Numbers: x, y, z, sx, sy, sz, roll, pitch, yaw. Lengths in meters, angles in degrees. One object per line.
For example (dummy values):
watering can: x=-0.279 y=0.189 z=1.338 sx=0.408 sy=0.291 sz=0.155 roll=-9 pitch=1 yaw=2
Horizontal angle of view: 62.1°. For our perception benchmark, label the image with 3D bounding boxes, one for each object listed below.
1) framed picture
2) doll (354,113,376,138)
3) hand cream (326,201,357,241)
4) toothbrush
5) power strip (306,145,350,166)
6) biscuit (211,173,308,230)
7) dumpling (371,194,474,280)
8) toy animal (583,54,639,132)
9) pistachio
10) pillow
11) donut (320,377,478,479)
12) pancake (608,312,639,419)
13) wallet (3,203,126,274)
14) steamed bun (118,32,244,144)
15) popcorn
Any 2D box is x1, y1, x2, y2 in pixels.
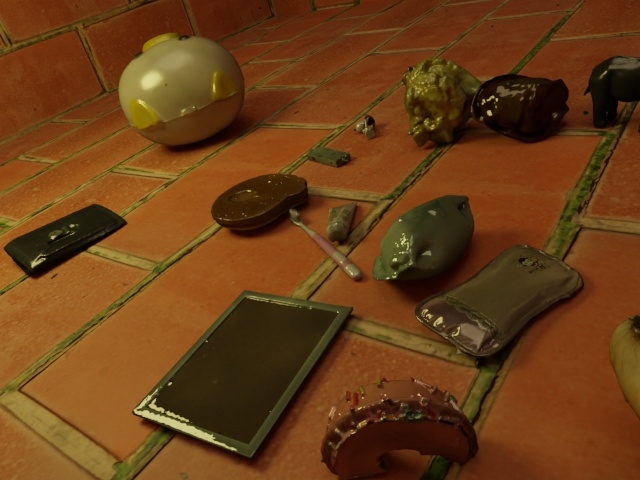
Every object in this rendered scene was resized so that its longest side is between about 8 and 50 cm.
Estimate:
framed picture: x=-0.102 y=0.170 z=0.753 sx=0.217 sy=0.017 sz=0.274 roll=7 pitch=38 yaw=33
doll: x=0.123 y=-0.293 z=1.367 sx=0.058 sy=0.040 sz=0.085 roll=-36 pitch=30 yaw=-8
hand cream: x=0.036 y=-0.039 z=1.012 sx=0.061 sy=0.039 sz=0.143 roll=-15 pitch=21 yaw=15
toothbrush: x=0.000 y=0.000 z=0.969 sx=0.020 sy=0.025 sz=0.286 roll=-25 pitch=33 yaw=-15
power strip: x=0.023 y=-0.202 z=1.286 sx=0.050 sy=0.019 sz=0.136 roll=-33 pitch=35 yaw=-28
biscuit: x=-0.131 y=-0.080 z=1.132 sx=0.180 sy=0.049 sz=0.208 roll=18 pitch=44 yaw=43
dumpling: x=0.150 y=-0.007 z=0.831 sx=0.149 sy=0.105 sz=0.216 roll=15 pitch=43 yaw=41
toy animal: x=0.626 y=-0.282 z=1.010 sx=0.244 sy=0.146 sz=0.114 roll=10 pitch=38 yaw=34
pistachio: x=0.423 y=-0.288 z=1.126 sx=0.210 sy=0.131 sz=0.165 roll=-4 pitch=65 yaw=1
pillow: x=0.246 y=0.074 z=0.722 sx=0.232 sy=0.038 sz=0.130 roll=-28 pitch=36 yaw=-23
donut: x=0.073 y=0.188 z=0.549 sx=0.165 sy=0.117 sz=0.065 roll=-12 pitch=36 yaw=7
pancake: x=0.397 y=0.158 z=0.367 sx=0.386 sy=0.082 sz=0.387 roll=14 pitch=19 yaw=-5
wallet: x=-0.598 y=-0.013 z=1.251 sx=0.168 sy=0.052 sz=0.245 roll=20 pitch=44 yaw=40
steamed bun: x=-0.415 y=-0.450 z=1.609 sx=0.373 sy=0.334 sz=0.334 roll=-25 pitch=32 yaw=-4
popcorn: x=0.265 y=-0.315 z=1.208 sx=0.167 sy=0.186 sz=0.187 roll=35 pitch=38 yaw=24
